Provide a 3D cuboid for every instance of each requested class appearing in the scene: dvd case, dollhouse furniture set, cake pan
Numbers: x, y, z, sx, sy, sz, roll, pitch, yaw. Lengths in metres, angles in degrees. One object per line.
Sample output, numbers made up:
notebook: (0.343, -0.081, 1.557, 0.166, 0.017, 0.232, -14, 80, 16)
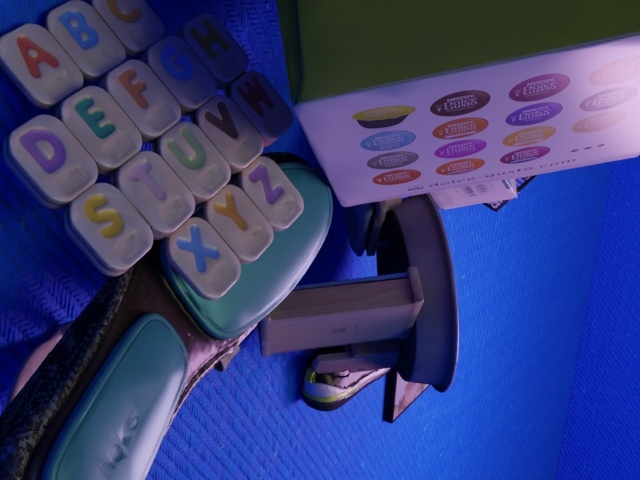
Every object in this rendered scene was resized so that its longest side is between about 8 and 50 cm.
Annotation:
dvd case: (0.192, 0.224, 1.730, 0.253, 0.022, 0.180, -28, 126, -56)
dollhouse furniture set: (0.000, 0.000, 1.221, 0.286, 0.198, 0.303, 98, -15, -63)
cake pan: (0.130, 0.071, 1.259, 0.293, 0.054, 0.293, 174, -90, -83)

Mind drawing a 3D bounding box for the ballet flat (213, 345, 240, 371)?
ballet flat: (-0.142, 0.120, 1.014, 0.052, 0.057, 0.168, -63, 151, -6)

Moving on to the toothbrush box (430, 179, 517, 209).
toothbrush box: (0.193, -0.223, 1.285, 0.216, 0.126, 0.295, 40, 45, -57)

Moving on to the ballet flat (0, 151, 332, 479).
ballet flat: (-0.165, 0.075, 0.819, 0.483, 0.182, 0.164, -56, 129, -42)

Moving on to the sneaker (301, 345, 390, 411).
sneaker: (0.051, 0.173, 1.370, 0.235, 0.084, 0.097, -38, 132, -51)

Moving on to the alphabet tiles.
alphabet tiles: (-0.136, -0.096, 0.783, 0.278, 0.021, 0.284, 51, 45, -9)

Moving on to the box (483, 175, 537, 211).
box: (0.445, -0.239, 1.806, 0.322, 0.079, 0.257, -58, -178, -33)

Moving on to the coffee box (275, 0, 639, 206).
coffee box: (0.135, -0.257, 0.867, 0.334, 0.338, 0.338, 56, 24, -75)
